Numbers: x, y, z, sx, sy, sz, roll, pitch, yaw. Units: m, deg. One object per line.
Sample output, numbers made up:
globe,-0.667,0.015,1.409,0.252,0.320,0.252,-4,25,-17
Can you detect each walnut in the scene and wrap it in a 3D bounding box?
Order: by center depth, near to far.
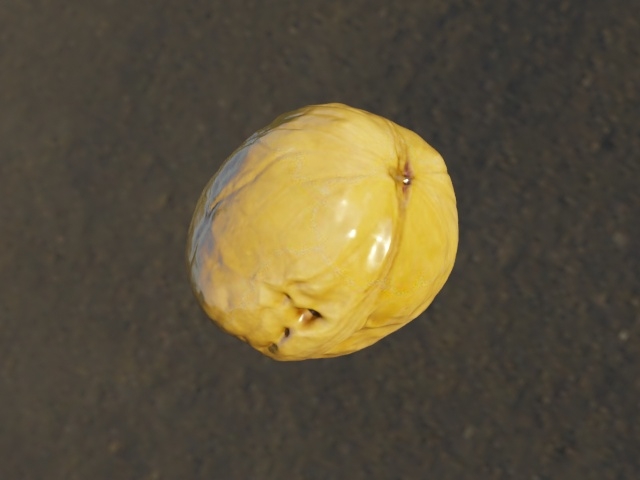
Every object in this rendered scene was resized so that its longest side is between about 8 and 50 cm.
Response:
walnut,0.000,0.000,1.532,0.222,0.195,0.195,-43,39,35
